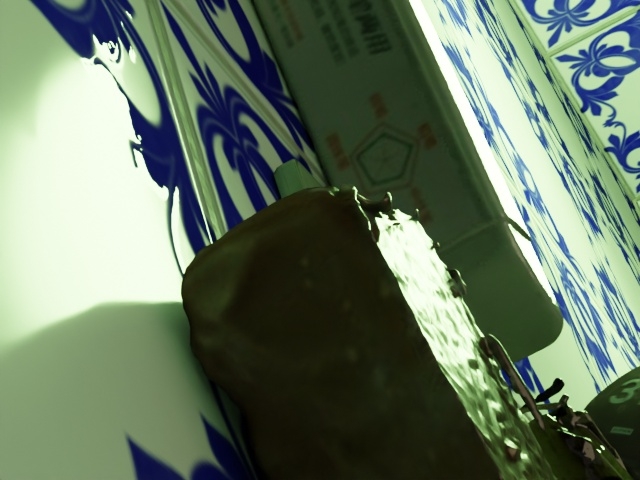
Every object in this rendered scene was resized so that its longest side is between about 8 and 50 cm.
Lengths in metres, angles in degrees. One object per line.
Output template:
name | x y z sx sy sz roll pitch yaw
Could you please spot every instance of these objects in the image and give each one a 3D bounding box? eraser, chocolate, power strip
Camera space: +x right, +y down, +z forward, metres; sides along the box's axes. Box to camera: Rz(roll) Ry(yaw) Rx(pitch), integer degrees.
eraser | 0.033 -0.086 1.145 0.061 0.089 0.352 31 34 -62
chocolate | 0.035 0.089 0.754 0.214 0.093 0.148 64 13 12
power strip | 0.000 0.000 0.987 0.040 0.016 0.090 46 20 -53

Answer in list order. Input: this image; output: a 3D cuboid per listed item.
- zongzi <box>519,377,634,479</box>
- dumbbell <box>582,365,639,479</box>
zongzi | 0.132 0.188 0.979 0.205 0.094 0.204 58 20 -2
dumbbell | 0.296 0.206 1.508 0.140 0.124 0.225 6 -48 56
